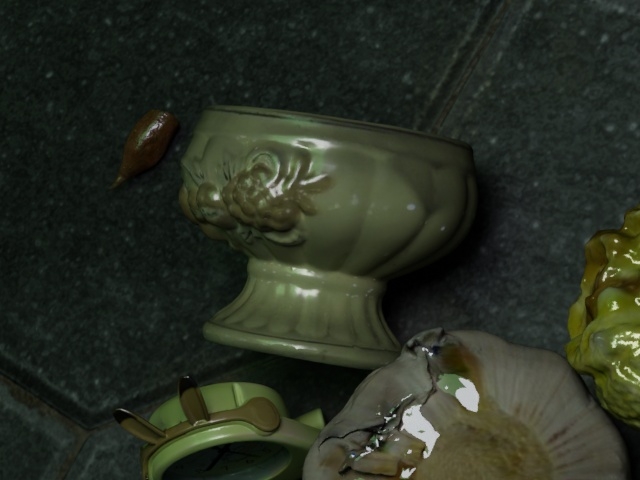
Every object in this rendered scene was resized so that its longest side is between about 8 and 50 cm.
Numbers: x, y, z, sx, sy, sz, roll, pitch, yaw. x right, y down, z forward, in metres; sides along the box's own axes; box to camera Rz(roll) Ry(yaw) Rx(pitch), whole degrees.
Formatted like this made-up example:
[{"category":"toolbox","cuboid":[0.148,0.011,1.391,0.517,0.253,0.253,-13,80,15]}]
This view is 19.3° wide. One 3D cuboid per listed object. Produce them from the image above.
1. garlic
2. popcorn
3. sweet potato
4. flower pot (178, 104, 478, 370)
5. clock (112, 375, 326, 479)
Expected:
[{"category":"garlic","cuboid":[0.145,0.239,1.738,0.322,0.241,0.322,2,103,7]},{"category":"popcorn","cuboid":[0.330,0.078,1.706,0.225,0.174,0.286,-22,54,-13]},{"category":"sweet potato","cuboid":[-0.214,-0.106,2.222,0.049,0.049,0.117,39,93,37]},{"category":"flower pot","cuboid":[0.000,0.000,1.905,0.307,0.307,0.244,7,89,34]},{"category":"clock","cuboid":[-0.106,0.200,1.911,0.170,0.232,0.069,-24,60,20]}]
